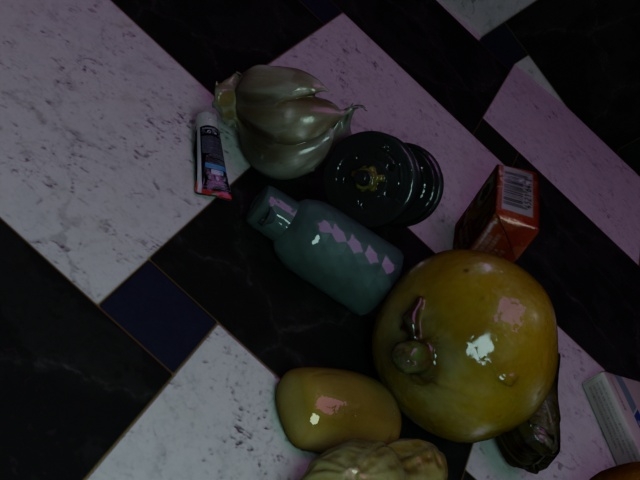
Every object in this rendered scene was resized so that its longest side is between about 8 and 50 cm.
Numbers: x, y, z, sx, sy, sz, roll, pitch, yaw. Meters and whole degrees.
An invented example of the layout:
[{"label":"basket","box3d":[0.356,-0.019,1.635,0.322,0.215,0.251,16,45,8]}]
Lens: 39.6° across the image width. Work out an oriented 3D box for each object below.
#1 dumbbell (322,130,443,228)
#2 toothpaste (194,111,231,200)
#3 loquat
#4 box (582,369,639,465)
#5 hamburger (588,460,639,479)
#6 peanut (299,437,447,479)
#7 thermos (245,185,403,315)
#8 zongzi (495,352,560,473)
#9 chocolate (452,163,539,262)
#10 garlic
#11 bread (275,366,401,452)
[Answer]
[{"label":"dumbbell","box3d":[0.131,-0.116,1.762,0.185,0.185,0.388,53,15,12]},{"label":"toothpaste","box3d":[-0.207,-0.155,1.644,0.071,0.045,0.193,10,52,-29]},{"label":"loquat","box3d":[0.232,0.175,1.488,0.359,0.328,0.328,-2,55,-54]},{"label":"box","box3d":[0.718,0.459,1.945,0.200,0.065,0.343,18,42,-34]},{"label":"hamburger","box3d":[0.585,0.534,1.546,0.291,0.291,0.225,28,42,-23]},{"label":"peanut","box3d":[0.084,0.361,1.298,0.305,0.147,0.147,18,41,-51]},{"label":"thermos","box3d":[0.000,0.000,1.610,0.286,0.145,0.182,34,15,-14]},{"label":"zongzi","box3d":[0.320,0.269,1.670,0.288,0.134,0.286,31,34,-12]},{"label":"chocolate","box3d":[0.384,-0.025,1.973,0.108,0.235,0.237,24,38,-7]},{"label":"garlic","box3d":[-0.053,-0.232,1.714,0.292,0.237,0.210,21,35,19]},{"label":"bread","box3d":[0.037,0.265,1.403,0.217,0.098,0.147,15,40,-38]}]
